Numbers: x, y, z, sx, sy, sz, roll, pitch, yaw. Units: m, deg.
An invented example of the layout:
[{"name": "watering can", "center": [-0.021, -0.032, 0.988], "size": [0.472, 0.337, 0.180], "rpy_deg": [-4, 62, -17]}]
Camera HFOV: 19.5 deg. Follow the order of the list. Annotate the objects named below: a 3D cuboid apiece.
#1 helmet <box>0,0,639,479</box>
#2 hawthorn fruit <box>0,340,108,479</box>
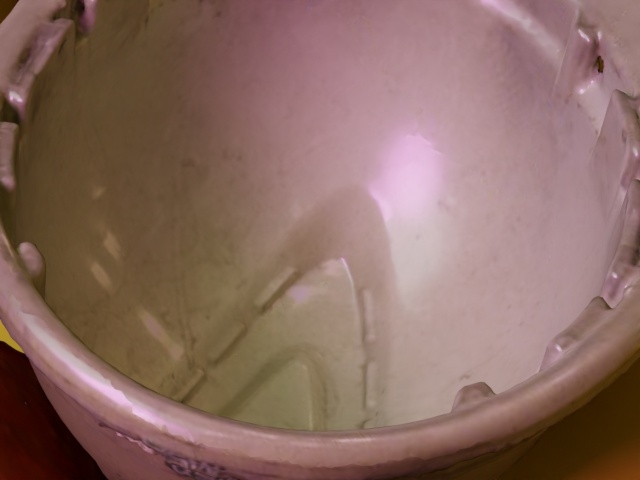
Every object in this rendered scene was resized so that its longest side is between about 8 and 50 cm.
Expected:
[{"name": "helmet", "center": [0.001, -0.001, 0.558], "size": [0.204, 0.137, 0.257], "rpy_deg": [18, 49, 7]}, {"name": "hawthorn fruit", "center": [-0.172, 0.106, 0.549], "size": [0.215, 0.250, 0.215], "rpy_deg": [-5, 76, 22]}]
